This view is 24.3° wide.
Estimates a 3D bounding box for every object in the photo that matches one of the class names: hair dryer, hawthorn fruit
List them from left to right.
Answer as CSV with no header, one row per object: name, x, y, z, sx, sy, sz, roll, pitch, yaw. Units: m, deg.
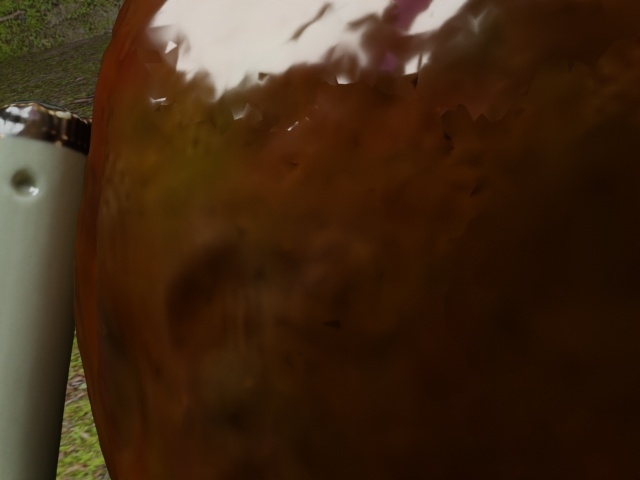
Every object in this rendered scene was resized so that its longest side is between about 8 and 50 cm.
hair dryer,-0.150,0.088,0.696,0.128,0.362,0.203,6,-17,-5
hawthorn fruit,0.114,0.012,0.621,0.472,0.471,0.472,-15,19,5
